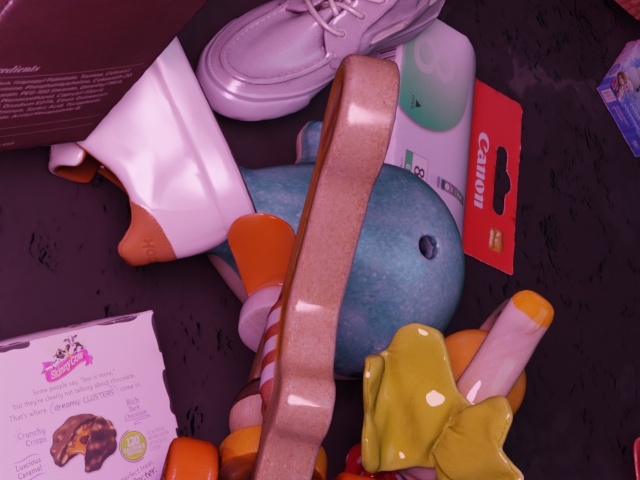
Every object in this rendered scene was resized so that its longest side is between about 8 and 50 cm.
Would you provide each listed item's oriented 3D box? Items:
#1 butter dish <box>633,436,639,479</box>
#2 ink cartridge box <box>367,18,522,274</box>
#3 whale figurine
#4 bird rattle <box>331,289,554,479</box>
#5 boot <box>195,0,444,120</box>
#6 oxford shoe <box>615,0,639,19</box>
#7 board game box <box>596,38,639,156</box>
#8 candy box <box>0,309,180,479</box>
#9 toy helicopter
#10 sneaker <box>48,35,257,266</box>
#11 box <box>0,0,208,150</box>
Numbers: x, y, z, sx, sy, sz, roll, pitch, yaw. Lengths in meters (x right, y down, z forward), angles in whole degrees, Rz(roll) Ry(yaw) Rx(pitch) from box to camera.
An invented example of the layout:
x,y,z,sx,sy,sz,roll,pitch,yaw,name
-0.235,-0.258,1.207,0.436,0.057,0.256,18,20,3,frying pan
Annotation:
x,y,z,sx,sy,sz,roll,pitch,yaw,name
0.395,0.267,1.614,0.160,0.118,0.160,5,78,-45,butter dish
0.125,-0.086,1.464,0.225,0.056,0.181,22,65,-39,ink cartridge box
0.000,0.000,1.247,0.272,0.141,0.216,28,62,-35,whale figurine
0.106,0.139,1.247,0.143,0.253,0.207,34,69,11,bird rattle
0.014,-0.192,1.288,0.095,0.123,0.258,47,53,13,boot
0.397,-0.266,1.733,0.397,0.140,0.146,43,27,-45,oxford shoe
0.334,-0.150,1.718,0.090,0.020,0.090,56,46,-21,board game box
-0.172,0.157,1.082,0.165,0.070,0.196,-11,89,-47,candy box
-0.008,0.046,1.075,0.140,0.235,0.355,13,108,-6,toy helicopter
-0.154,-0.118,1.147,0.106,0.123,0.290,72,-7,-77,sneaker
-0.193,-0.174,1.006,0.167,0.203,0.168,-11,67,-48,box
